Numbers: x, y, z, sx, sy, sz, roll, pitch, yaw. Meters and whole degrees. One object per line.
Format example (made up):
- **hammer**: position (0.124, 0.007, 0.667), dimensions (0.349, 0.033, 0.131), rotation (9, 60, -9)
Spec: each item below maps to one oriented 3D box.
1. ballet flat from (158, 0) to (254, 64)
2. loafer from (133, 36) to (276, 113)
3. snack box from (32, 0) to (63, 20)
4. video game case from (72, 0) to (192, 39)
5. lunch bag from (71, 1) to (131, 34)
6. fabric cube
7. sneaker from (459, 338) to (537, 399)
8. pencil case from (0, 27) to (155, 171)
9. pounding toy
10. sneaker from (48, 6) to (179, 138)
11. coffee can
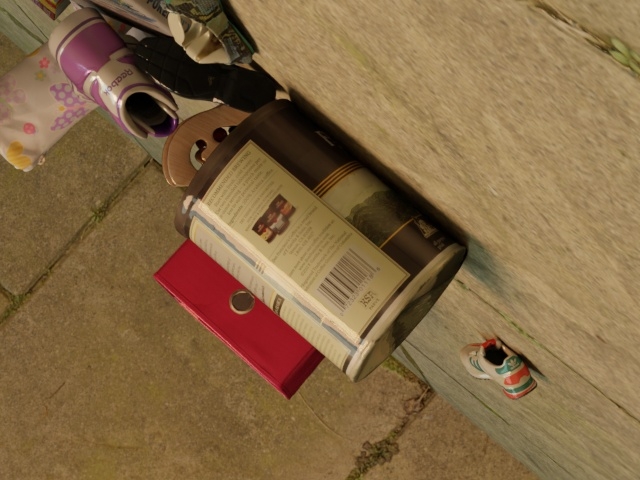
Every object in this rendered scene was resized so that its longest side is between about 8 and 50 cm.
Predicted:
- **ballet flat**: position (-0.125, -0.224, 1.560), dimensions (0.070, 0.070, 0.188), rotation (39, 173, 26)
- **loafer**: position (-0.135, -0.189, 1.708), dimensions (0.170, 0.062, 0.061), rotation (23, -175, -6)
- **snack box**: position (-0.424, -0.408, 2.115), dimensions (0.174, 0.070, 0.207), rotation (43, 173, -10)
- **video game case**: position (-0.318, -0.321, 1.651), dimensions (0.329, 0.036, 0.300), rotation (25, 179, 17)
- **lunch bag**: position (-0.267, -0.300, 1.880), dimensions (0.083, 0.071, 0.053), rotation (40, 172, 10)
- **fabric cube**: position (-0.061, 0.057, 2.217), dimensions (0.254, 0.258, 0.259), rotation (42, 174, 7)
- **sneaker**: position (0.241, 0.161, 2.068), dimensions (0.161, 0.057, 0.075), rotation (34, 153, 61)
- **pencil case**: position (-0.337, -0.214, 1.987), dimensions (0.124, 0.273, 0.113), rotation (52, -179, 4)
- **pounding toy**: position (-0.107, -0.105, 1.850), dimensions (0.269, 0.154, 0.155), rotation (43, 174, -10)
- **sneaker**: position (-0.233, -0.176, 1.811), dimensions (0.161, 0.102, 0.282), rotation (46, -176, 8)
- **coffee can**: position (0.000, 0.000, 1.692), dimensions (0.275, 0.201, 0.201), rotation (41, 174, 11)
